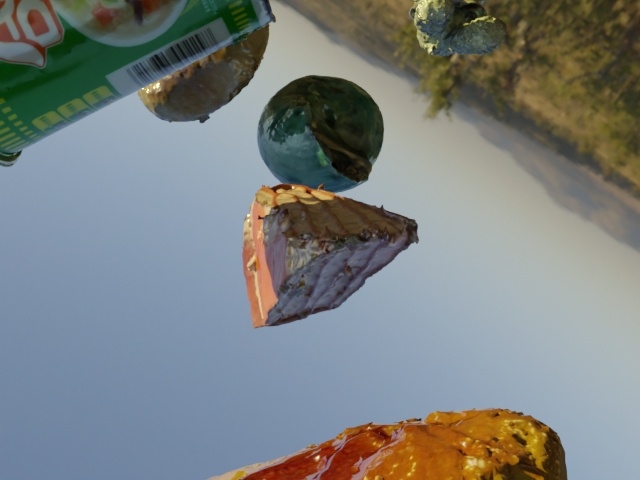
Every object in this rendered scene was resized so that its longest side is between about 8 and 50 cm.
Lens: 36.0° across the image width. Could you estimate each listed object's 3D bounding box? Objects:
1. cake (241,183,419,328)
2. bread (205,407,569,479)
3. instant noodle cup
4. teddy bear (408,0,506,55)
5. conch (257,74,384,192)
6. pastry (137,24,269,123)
[{"bbox_3d":[-0.006,0.000,0.831,0.098,0.135,0.287,2,170,-18],"label":"cake"},{"bbox_3d":[-0.065,0.178,0.453,0.109,0.380,0.185,59,-154,-29],"label":"bread"},{"bbox_3d":[-0.163,-0.186,0.719,0.207,0.233,0.207,-19,-90,-88],"label":"instant noodle cup"},{"bbox_3d":[0.177,-0.299,1.297,0.133,0.111,0.213,31,-141,-11],"label":"teddy bear"},{"bbox_3d":[0.006,-0.133,1.322,0.202,0.134,0.196,-2,-118,-46],"label":"conch"},{"bbox_3d":[-0.150,-0.234,1.256,0.093,0.192,0.182,45,-168,-35],"label":"pastry"}]
